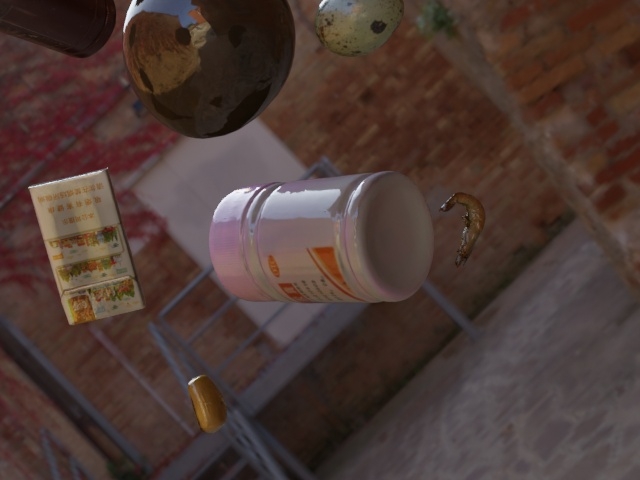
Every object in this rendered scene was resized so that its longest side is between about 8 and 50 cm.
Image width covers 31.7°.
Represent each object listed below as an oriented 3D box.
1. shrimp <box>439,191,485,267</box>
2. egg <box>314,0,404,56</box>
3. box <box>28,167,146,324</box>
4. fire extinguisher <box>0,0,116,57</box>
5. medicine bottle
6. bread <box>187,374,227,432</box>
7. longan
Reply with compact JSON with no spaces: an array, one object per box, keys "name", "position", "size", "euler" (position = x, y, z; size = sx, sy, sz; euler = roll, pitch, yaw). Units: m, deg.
[{"name":"shrimp","position":[0.204,-0.019,1.670],"size":[0.023,0.083,0.114],"euler":[-9,54,55]},{"name":"egg","position":[0.047,-0.264,1.340],"size":[0.110,0.085,0.085],"euler":[-20,2,8]},{"name":"box","position":[-0.351,0.010,1.699],"size":[0.122,0.220,0.032],"euler":[-13,15,0]},{"name":"fire extinguisher","position":[-0.325,-0.265,1.186],"size":[0.105,0.104,0.269],"euler":[-44,-20,15]},{"name":"medicine bottle","position":[0.000,0.000,1.788],"size":[0.316,0.202,0.202],"euler":[-3,30,42]},{"name":"bread","position":[-0.217,0.319,2.214],"size":[0.056,0.115,0.082],"euler":[-19,-12,10]},{"name":"longan","position":[-0.161,-0.278,1.593],"size":[0.258,0.258,0.258],"euler":[-44,-1,-1]}]
